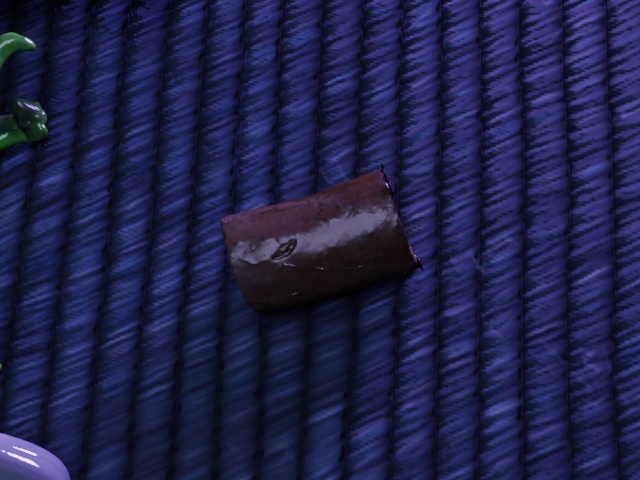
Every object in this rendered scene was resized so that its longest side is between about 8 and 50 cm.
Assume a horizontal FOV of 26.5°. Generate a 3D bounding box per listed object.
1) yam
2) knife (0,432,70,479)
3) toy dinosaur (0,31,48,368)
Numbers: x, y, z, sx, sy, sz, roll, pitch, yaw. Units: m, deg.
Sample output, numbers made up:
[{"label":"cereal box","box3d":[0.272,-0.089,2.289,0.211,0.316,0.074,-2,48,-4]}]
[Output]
[{"label":"yam","box3d":[0.001,0.002,0.971,0.127,0.084,0.084,-17,70,3]},{"label":"knife","box3d":[-0.319,0.122,0.889,0.331,0.044,0.080,27,115,-20]},{"label":"toy dinosaur","box3d":[-0.413,-0.024,0.987,0.500,0.144,0.374,-26,66,-9]}]
